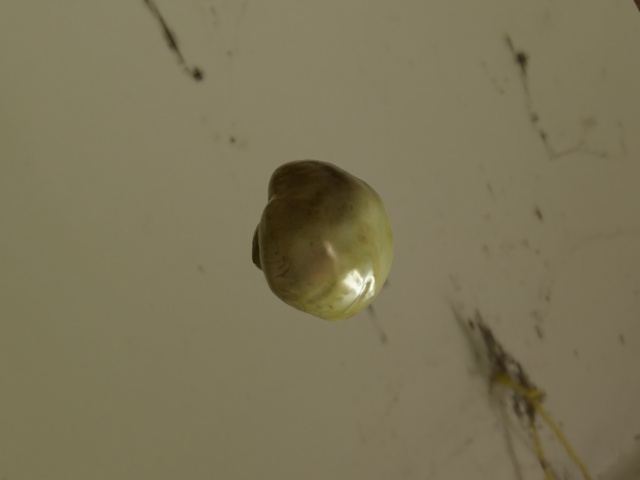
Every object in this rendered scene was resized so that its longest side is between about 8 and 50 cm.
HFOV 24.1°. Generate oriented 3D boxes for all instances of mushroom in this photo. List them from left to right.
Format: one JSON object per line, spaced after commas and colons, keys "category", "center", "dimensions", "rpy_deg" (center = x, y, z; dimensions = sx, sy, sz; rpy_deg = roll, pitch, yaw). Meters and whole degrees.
{"category": "mushroom", "center": [0.000, 0.000, 1.279], "dimensions": [0.112, 0.148, 0.148], "rpy_deg": [-3, -139, 36]}

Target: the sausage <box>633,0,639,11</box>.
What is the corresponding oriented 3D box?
{"category": "sausage", "center": [0.428, -0.269, 1.294], "dimensions": [0.233, 0.233, 0.287], "rpy_deg": [-35, -165, -11]}
